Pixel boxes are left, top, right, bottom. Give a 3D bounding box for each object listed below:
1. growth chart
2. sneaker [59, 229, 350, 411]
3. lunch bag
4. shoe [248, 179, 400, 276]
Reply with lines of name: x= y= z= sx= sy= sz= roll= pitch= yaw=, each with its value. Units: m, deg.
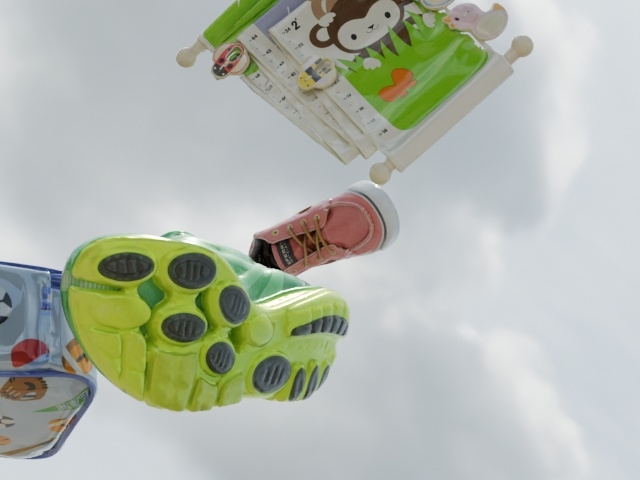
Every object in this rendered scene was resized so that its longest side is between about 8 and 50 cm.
growth chart: x=0.026 y=-0.141 z=1.318 sx=0.237 sy=0.172 sz=0.021 roll=35 pitch=-10 yaw=33
sneaker: x=-0.092 y=0.052 z=1.211 sx=0.123 sy=0.109 sz=0.295 roll=20 pitch=0 yaw=29
lunch bag: x=-0.336 y=0.096 z=1.453 sx=0.303 sy=0.115 sz=0.243 roll=9 pitch=-26 yaw=-19
shoe: x=0.000 y=0.000 z=1.585 sx=0.063 sy=0.081 sz=0.178 roll=63 pitch=-25 yaw=-4
